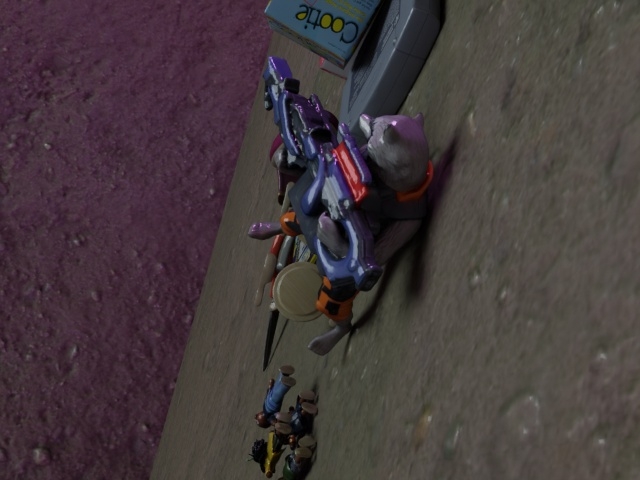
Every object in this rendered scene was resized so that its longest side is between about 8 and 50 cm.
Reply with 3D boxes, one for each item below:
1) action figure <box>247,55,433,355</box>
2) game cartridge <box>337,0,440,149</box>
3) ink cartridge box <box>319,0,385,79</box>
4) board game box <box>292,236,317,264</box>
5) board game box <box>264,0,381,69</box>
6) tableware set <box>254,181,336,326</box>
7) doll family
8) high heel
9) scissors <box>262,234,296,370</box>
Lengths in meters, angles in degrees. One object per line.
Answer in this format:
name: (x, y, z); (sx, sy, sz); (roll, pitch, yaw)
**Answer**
action figure: (0.026, -0.061, 1.167); (0.330, 0.179, 0.341); (-50, 50, 50)
game cartridge: (0.101, -0.270, 1.407); (0.294, 0.060, 0.196); (121, 166, -49)
ink cartridge box: (0.064, -0.393, 1.654); (0.218, 0.092, 0.158); (-88, 20, -58)
board game box: (0.000, 0.000, 1.485); (0.170, 0.048, 0.141); (-83, 18, -44)
board game box: (0.045, -0.422, 1.447); (0.275, 0.144, 0.142); (-60, 2, 3)
tableware set: (-0.010, 0.022, 1.354); (0.039, 0.128, 0.194); (44, -119, -77)
doll family: (-0.054, 0.265, 1.308); (0.193, 0.076, 0.111); (-80, 9, -53)
high heel: (-0.033, -0.200, 1.703); (0.377, 0.127, 0.181); (129, 145, -69)
scissors: (-0.082, 0.100, 1.637); (0.109, 0.021, 0.297); (-4, -62, -61)
